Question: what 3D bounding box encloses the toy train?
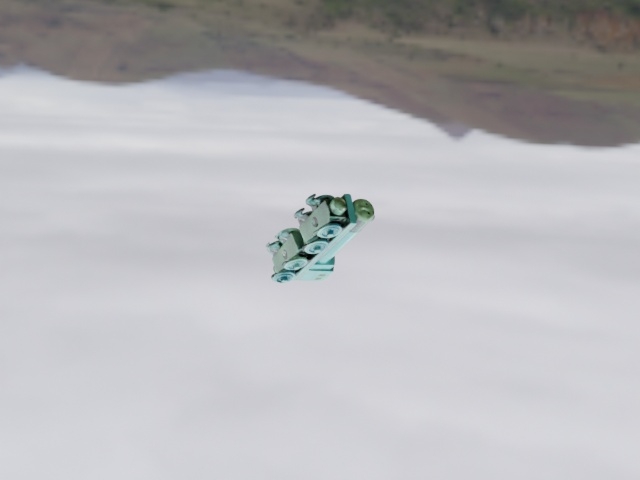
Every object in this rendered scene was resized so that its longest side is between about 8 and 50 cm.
[{"bbox_3d":[0.000,0.000,0.815,0.045,0.029,0.092,1,153,-29],"label":"toy train"}]
